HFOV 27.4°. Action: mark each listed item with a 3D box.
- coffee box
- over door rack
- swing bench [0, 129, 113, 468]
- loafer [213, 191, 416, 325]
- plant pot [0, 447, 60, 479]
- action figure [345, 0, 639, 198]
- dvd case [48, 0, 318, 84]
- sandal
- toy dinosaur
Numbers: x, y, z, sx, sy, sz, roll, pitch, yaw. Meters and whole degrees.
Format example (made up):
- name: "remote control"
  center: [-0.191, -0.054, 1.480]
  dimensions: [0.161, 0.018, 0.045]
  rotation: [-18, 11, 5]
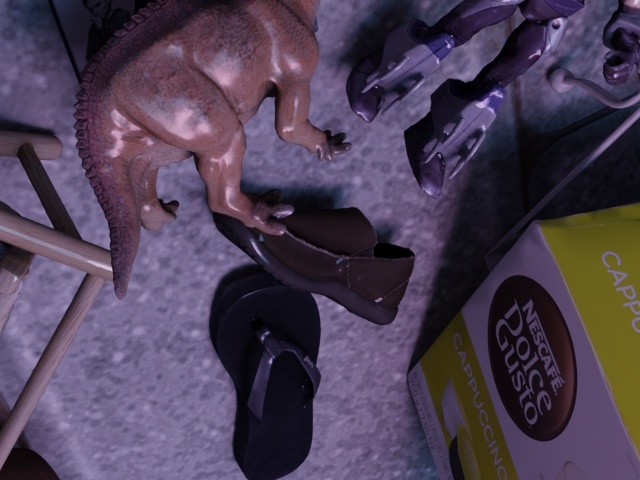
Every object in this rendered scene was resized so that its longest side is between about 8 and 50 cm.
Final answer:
- name: "coffee box"
  center: [0.322, 0.174, 1.143]
  dimensions: [0.338, 0.338, 0.334]
  rotation: [-9, 155, -21]
- name: "over door rack"
  center: [0.301, -0.085, 1.185]
  dimensions: [0.239, 0.108, 0.324]
  rotation: [-5, 141, -29]
- name: "swing bench"
  center: [-0.306, 0.046, 0.844]
  dimensions: [0.254, 0.165, 0.253]
  rotation: [14, 117, -39]
- name: "loafer"
  center: [0.000, 0.000, 1.076]
  dimensions: [0.220, 0.080, 0.078]
  rotation: [27, 98, -49]
- name: "plant pot"
  center: [-0.309, 0.253, 1.003]
  dimensions: [0.230, 0.215, 0.215]
  rotation: [-20, 135, -38]
- name: "action figure"
  center: [0.151, -0.165, 0.938]
  dimensions: [0.185, 0.099, 0.285]
  rotation: [41, 119, -13]
- name: "dvd case"
  center: [-0.103, -0.206, 0.867]
  dimensions: [0.179, 0.029, 0.239]
  rotation: [-26, 134, -13]
- name: "sandal"
  center: [-0.036, 0.127, 1.162]
  dimensions: [0.097, 0.054, 0.254]
  rotation: [-22, 134, -17]
- name: "toy dinosaur"
  center: [-0.078, -0.116, 0.809]
  dimensions: [0.296, 0.127, 0.200]
  rotation: [-50, 137, -19]
